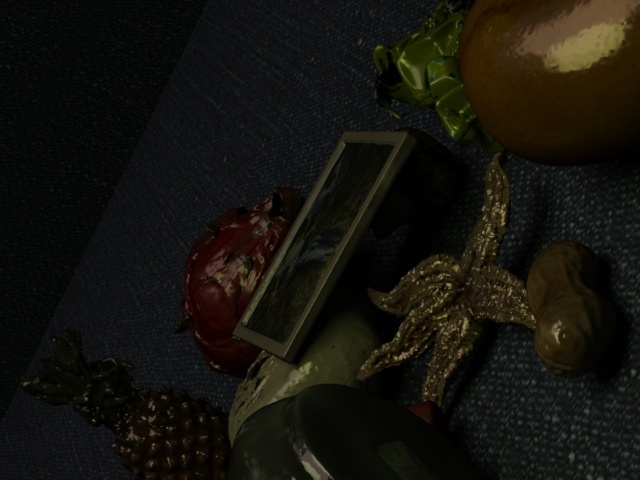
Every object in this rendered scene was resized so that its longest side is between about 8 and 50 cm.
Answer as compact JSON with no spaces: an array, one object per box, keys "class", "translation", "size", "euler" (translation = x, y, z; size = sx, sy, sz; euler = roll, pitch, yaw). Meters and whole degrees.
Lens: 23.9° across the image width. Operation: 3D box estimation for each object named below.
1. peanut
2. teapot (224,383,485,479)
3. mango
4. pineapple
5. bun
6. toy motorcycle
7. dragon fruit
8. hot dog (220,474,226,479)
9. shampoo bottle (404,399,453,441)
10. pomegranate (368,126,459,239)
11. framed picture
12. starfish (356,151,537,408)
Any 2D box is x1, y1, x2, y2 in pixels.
[{"class":"peanut","translation":[0.259,0.066,1.562],"size":[0.089,0.089,0.193],"euler":[-52,23,33]},{"class":"teapot","translation":[0.016,0.383,1.568],"size":[0.376,0.305,0.362],"euler":[43,114,28]},{"class":"mango","translation":[0.304,-0.214,1.573],"size":[0.378,0.221,0.264],"euler":[-27,40,47]},{"class":"pineapple","translation":[-0.275,0.271,2.239],"size":[0.175,0.361,0.175],"euler":[-48,25,30]},{"class":"bun","translation":[-0.007,0.190,1.969],"size":[0.273,0.168,0.273],"euler":[-53,13,17]},{"class":"toy motorcycle","translation":[0.169,-0.224,2.001],"size":[0.206,0.142,0.342],"euler":[-53,24,16]},{"class":"dragon fruit","translation":[-0.084,0.062,2.173],"size":[0.244,0.244,0.299],"euler":[-115,35,-63]},{"class":"hot dog","translation":[-0.128,0.433,2.119],"size":[0.144,0.075,0.268],"euler":[-40,30,54]},{"class":"shampoo bottle","translation":[0.032,0.258,1.746],"size":[0.244,0.085,0.085],"euler":[-21,37,12]},{"class":"pomegranate","translation":[0.115,-0.067,2.005],"size":[0.138,0.125,0.163],"euler":[-11,60,48]},{"class":"framed picture","translation":[0.000,0.000,1.953],"size":[0.324,0.020,0.240],"euler":[-60,18,-4]},{"class":"starfish","translation":[0.161,0.095,1.767],"size":[0.293,0.084,0.302],"euler":[-45,47,31]}]
